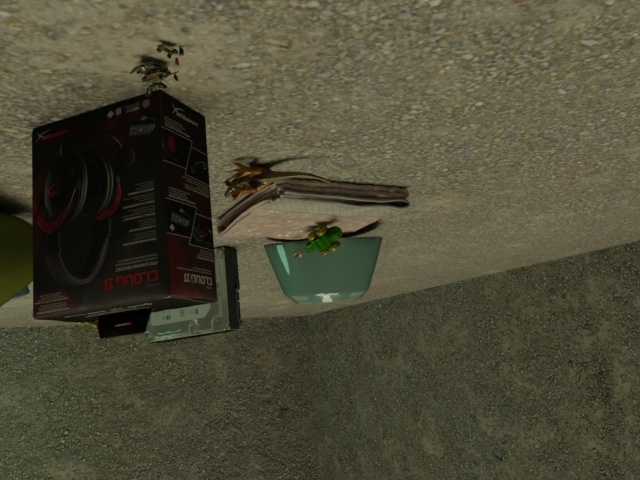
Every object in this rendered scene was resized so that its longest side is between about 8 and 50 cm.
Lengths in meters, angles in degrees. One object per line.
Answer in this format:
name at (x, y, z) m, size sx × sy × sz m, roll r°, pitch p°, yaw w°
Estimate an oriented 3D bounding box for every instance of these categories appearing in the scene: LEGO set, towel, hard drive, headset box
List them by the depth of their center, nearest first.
LEGO set at (-0.182, -0.196, 0.676) m, size 0.083 × 0.023 × 0.054 m, roll -29°, pitch 159°, yaw 31°
headset box at (-0.262, -0.020, 0.797) m, size 0.218 × 0.292 × 0.110 m, roll -10°, pitch 168°, yaw 21°
towel at (-0.020, -0.057, 1.324) m, size 0.332 × 0.053 × 0.317 m, roll 2°, pitch 166°, yaw -29°
hard drive at (-0.379, 0.164, 1.738) m, size 0.339 × 0.236 × 0.064 m, roll -12°, pitch 167°, yaw 31°

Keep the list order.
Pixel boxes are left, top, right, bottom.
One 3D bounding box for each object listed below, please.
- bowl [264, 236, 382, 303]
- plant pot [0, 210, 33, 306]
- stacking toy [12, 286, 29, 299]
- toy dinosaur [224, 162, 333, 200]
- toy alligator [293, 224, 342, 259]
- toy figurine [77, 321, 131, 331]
bowl at (0.011, 0.079, 1.587) m, size 0.312 × 0.163 × 0.311 m, roll -3°, pitch 179°, yaw 0°
plant pot at (-0.641, 0.037, 1.052) m, size 0.275 × 0.274 × 0.293 m, roll -10°, pitch -177°, yaw 18°
stacking toy at (-0.878, 0.141, 1.425) m, size 0.280 × 0.130 × 0.309 m, roll -5°, pitch -172°, yaw 19°
toy dinosaur at (-0.100, -0.111, 1.051) m, size 0.212 × 0.064 × 0.112 m, roll -3°, pitch -170°, yaw 33°
toy alligator at (0.000, 0.000, 1.360) m, size 0.051 × 0.056 × 0.190 m, roll -46°, pitch -169°, yaw -33°
toy figurine at (-0.730, 0.180, 1.795) m, size 0.218 × 0.191 × 0.362 m, roll -3°, pitch 168°, yaw 12°
